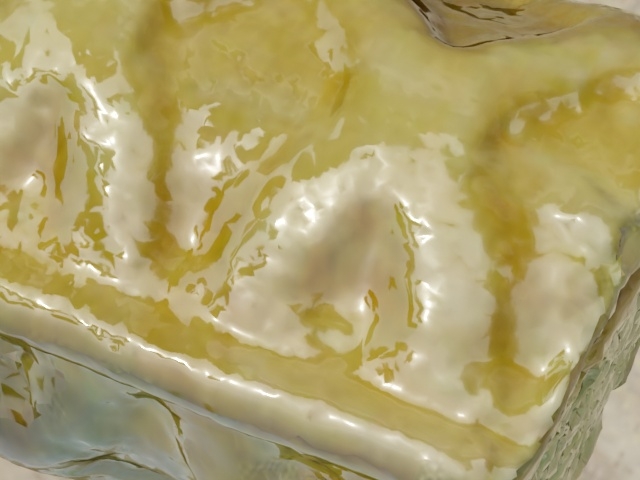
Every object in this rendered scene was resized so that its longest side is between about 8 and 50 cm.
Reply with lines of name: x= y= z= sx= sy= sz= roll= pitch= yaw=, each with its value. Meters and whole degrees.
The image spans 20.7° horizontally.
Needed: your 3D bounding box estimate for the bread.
bread: x=-0.001 y=0.004 z=0.614 sx=0.252 sy=0.238 sz=0.196 roll=27 pitch=-177 yaw=11
